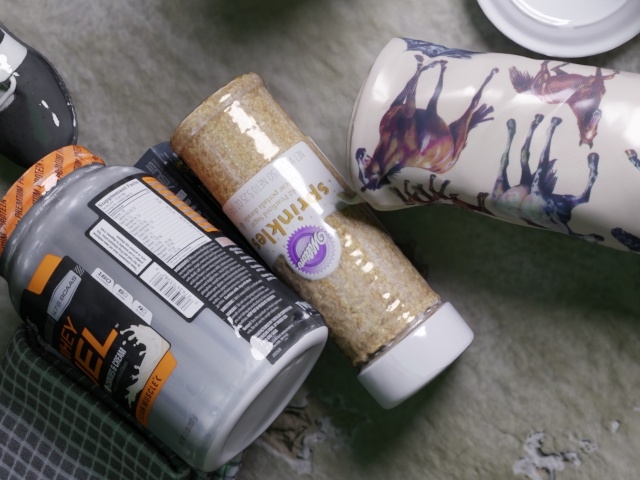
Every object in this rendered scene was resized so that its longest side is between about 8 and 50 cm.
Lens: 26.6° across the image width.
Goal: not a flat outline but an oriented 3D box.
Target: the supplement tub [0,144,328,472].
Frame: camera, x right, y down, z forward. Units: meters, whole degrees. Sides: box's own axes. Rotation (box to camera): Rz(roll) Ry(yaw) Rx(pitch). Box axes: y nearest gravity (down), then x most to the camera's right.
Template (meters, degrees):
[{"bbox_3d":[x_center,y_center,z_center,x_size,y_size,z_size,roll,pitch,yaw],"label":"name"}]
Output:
[{"bbox_3d":[-0.166,0.059,1.322,0.316,0.193,0.194,39,109,14],"label":"supplement tub"}]

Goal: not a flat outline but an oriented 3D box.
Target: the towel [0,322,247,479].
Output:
[{"bbox_3d":[-0.240,0.246,1.430,0.283,0.121,0.235,31,110,22],"label":"towel"}]

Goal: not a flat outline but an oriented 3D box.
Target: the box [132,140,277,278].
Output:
[{"bbox_3d":[-0.150,0.038,1.455,0.233,0.059,0.183,46,110,4],"label":"box"}]

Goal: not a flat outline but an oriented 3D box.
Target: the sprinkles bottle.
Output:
[{"bbox_3d":[0.000,0.000,1.368,0.121,0.121,0.355,-41,86,20],"label":"sprinkles bottle"}]

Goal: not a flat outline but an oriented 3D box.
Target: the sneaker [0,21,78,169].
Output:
[{"bbox_3d":[-0.396,-0.203,1.444,0.122,0.146,0.330,-39,89,19],"label":"sneaker"}]

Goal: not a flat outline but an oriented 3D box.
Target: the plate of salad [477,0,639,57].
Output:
[{"bbox_3d":[0.238,-0.273,1.276,0.199,0.048,0.200,2,100,13],"label":"plate of salad"}]

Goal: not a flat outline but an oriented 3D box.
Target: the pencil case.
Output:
[{"bbox_3d":[0.226,-0.074,1.261,0.410,0.160,0.184,12,89,15],"label":"pencil case"}]
